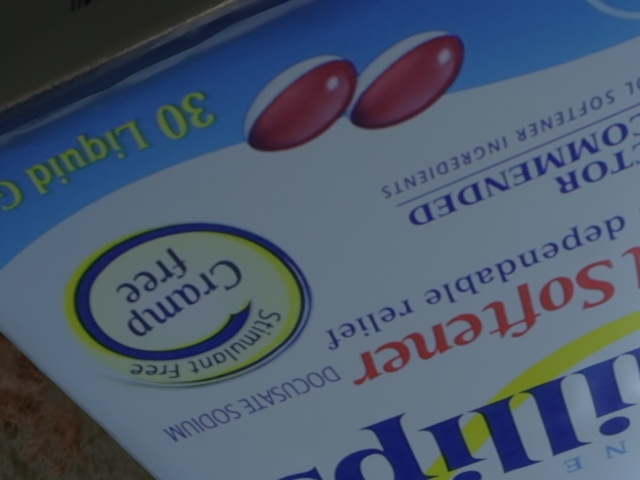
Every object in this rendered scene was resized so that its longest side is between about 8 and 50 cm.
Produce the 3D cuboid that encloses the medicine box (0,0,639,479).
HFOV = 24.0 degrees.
[{"bbox_3d":[0.041,-0.025,0.532,0.264,0.149,0.289,-23,133,16],"label":"medicine box"}]
